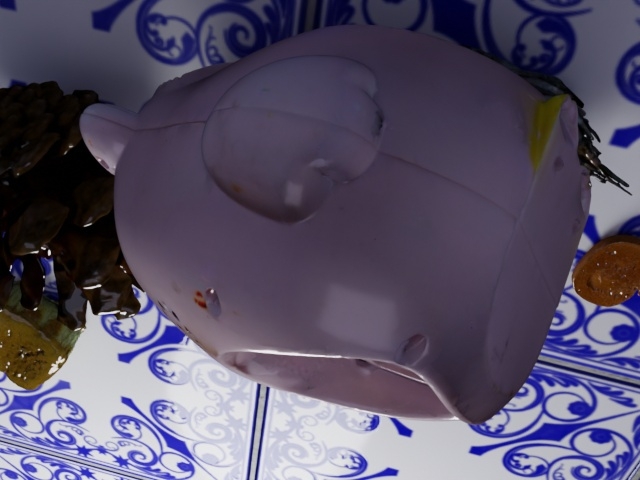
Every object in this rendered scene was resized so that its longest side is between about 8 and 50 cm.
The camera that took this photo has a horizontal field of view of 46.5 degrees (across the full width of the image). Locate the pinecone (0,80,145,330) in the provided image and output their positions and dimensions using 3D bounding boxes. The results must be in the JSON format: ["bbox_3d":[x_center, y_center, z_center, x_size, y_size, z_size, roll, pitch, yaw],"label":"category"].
[{"bbox_3d":[-0.276,-0.028,0.738,0.244,0.244,0.309,-14,134,25],"label":"pinecone"}]

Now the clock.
[{"bbox_3d":[0.000,0.000,0.619,0.376,0.251,0.368,12,163,30],"label":"clock"}]

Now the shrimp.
[{"bbox_3d":[0.188,-0.100,0.645,0.232,0.079,0.090,29,135,-15],"label":"shrimp"}]

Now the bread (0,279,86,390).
[{"bbox_3d":[-0.395,0.126,0.998,0.128,0.069,0.140,38,127,-15],"label":"bread"}]

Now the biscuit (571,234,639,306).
[{"bbox_3d":[0.302,0.032,0.759,0.078,0.015,0.091,25,131,-8],"label":"biscuit"}]
